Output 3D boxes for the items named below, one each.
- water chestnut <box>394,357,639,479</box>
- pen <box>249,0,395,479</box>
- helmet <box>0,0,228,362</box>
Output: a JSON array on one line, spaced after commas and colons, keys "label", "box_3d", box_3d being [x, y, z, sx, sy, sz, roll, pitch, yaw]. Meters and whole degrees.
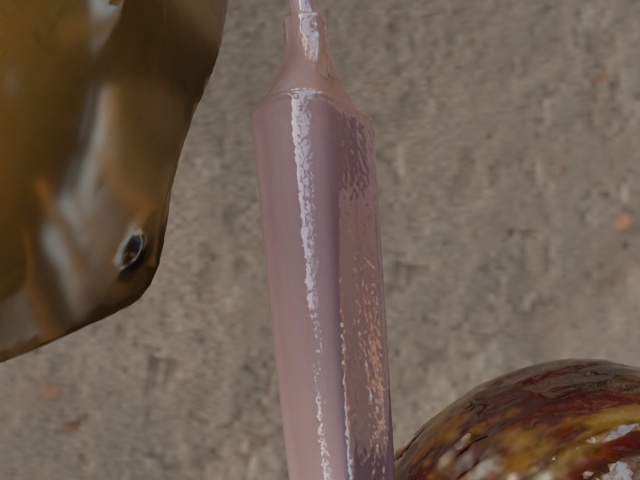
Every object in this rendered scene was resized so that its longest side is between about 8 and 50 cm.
[{"label": "water chestnut", "box_3d": [0.124, 0.187, 0.757, 0.289, 0.244, 0.289, 6, 90, -66]}, {"label": "pen", "box_3d": [0.000, 0.000, 0.676, 0.053, 0.032, 0.197, 25, 56, -52]}, {"label": "helmet", "box_3d": [-0.129, -0.071, 0.502, 0.198, 0.130, 0.224, -6, 64, 9]}]
